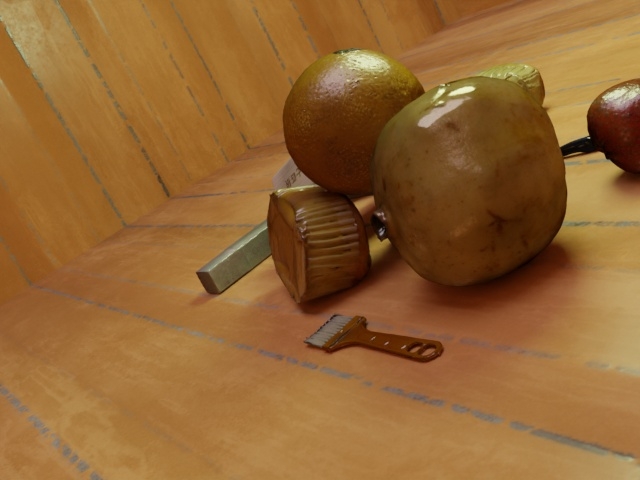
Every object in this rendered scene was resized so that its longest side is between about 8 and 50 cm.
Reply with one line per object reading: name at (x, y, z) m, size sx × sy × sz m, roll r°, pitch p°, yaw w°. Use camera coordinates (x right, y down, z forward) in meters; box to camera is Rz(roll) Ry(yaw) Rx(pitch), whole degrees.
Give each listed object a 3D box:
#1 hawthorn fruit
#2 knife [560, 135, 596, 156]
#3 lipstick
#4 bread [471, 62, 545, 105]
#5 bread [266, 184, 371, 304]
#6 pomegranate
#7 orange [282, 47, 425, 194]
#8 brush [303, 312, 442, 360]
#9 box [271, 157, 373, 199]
hawthorn fruit at (0.550, -0.204, 1.338) m, size 0.194 × 0.157 × 0.157 m, roll -29°, pitch 16°, yaw 9°
knife at (0.497, -0.180, 1.583) m, size 0.121 × 0.031 × 0.018 m, roll -17°, pitch 19°, yaw 47°
lipstick at (-0.160, 0.015, 1.959) m, size 0.317 × 0.066 × 0.068 m, roll -39°, pitch 21°, yaw -33°
bread at (0.455, -0.366, 2.003) m, size 0.106 × 0.140 × 0.236 m, roll -33°, pitch 20°, yaw -29°
bread at (0.000, 0.000, 1.573) m, size 0.156 × 0.204 × 0.288 m, roll -7°, pitch 14°, yaw -15°
pomegranate at (0.221, -0.092, 1.265) m, size 0.332 × 0.333 × 0.332 m, roll -25°, pitch 17°, yaw 8°
orange at (0.067, -0.218, 1.481) m, size 0.274 × 0.274 × 0.274 m, roll -25°, pitch 17°, yaw 8°
brush at (0.084, 0.155, 1.255) m, size 0.090 × 0.017 × 0.314 m, roll -39°, pitch 20°, yaw -26°
box at (0.083, -0.165, 1.780) m, size 0.330 × 0.095 × 0.210 m, roll -14°, pitch -12°, yaw -29°
